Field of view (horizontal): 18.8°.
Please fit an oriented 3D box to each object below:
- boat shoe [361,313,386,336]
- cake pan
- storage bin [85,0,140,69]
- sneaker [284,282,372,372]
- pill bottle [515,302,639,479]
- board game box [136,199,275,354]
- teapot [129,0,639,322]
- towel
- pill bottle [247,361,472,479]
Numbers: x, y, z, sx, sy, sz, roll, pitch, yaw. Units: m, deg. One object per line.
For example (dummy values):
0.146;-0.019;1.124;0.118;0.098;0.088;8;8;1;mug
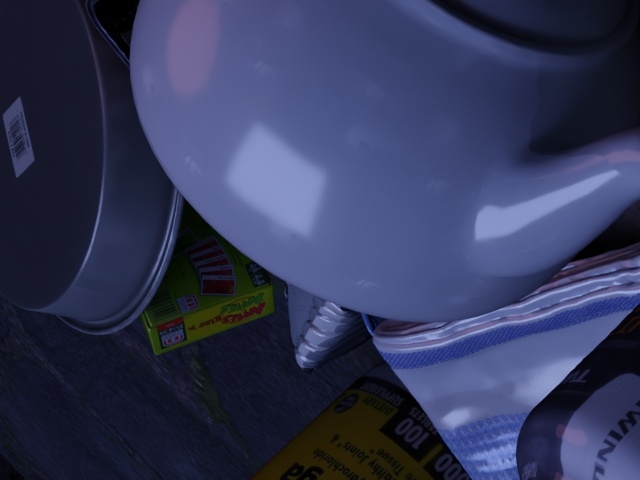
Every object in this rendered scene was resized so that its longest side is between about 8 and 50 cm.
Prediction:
0.048;-0.029;1.141;0.089;0.109;0.258;20;136;21;boat shoe
-0.187;-0.077;1.358;0.293;0.054;0.293;10;102;56;cake pan
-0.056;-0.136;1.166;0.122;0.084;0.180;52;159;-9;storage bin
0.000;0.000;1.331;0.132;0.086;0.228;56;160;13;sneaker
0.176;0.084;0.851;0.130;0.246;0.130;41;158;20;pill bottle
-0.108;-0.016;1.385;0.043;0.092;0.181;88;160;-61;board game box
0.047;-0.105;0.857;0.256;0.252;0.187;31;129;-3;teapot
0.177;0.132;1.117;0.209;0.034;0.285;-17;118;36;towel
-0.006;0.260;1.423;0.188;0.334;0.188;41;159;19;pill bottle
